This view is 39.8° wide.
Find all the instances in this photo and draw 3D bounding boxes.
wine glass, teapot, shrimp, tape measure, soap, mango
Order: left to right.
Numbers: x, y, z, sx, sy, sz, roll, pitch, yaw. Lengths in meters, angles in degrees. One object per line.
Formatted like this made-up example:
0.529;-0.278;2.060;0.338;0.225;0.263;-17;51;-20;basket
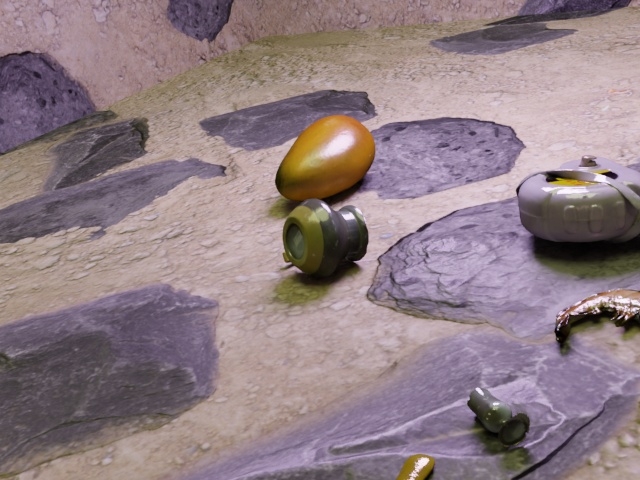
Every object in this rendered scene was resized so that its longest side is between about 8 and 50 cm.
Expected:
0.000;0.000;1.461;0.119;0.130;0.165;-8;-14;-31;teapot
0.018;-0.164;1.798;0.175;0.139;0.254;-12;27;32;mango
0.094;0.254;0.934;0.034;0.012;0.089;2;26;30;soap
0.198;0.193;0.990;0.039;0.042;0.083;12;13;-21;wine glass
0.407;-0.061;1.377;0.197;0.120;0.236;-9;17;-9;tape measure
0.372;0.107;1.106;0.147;0.035;0.195;-13;16;-9;shrimp
